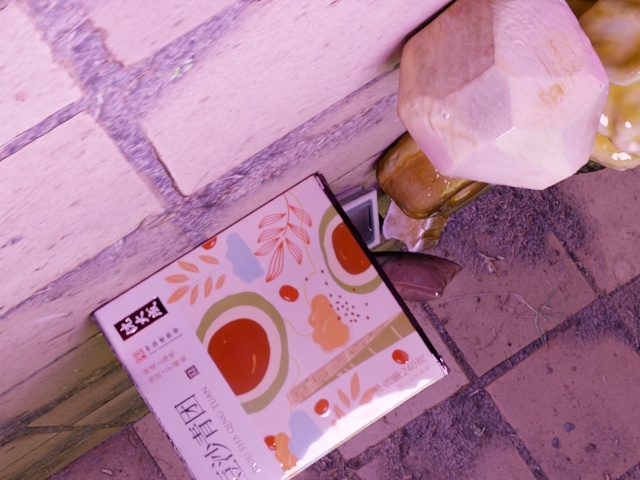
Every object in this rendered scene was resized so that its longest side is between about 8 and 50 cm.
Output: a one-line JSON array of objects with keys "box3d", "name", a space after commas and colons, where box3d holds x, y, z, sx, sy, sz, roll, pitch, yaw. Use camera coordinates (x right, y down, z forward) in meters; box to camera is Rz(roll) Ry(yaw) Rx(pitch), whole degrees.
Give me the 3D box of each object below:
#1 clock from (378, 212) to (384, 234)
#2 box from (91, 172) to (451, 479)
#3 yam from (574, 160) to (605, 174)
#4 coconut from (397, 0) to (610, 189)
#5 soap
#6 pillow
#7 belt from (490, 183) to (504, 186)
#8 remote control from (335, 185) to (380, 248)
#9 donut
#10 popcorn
[{"box3d": [-0.050, 0.048, 2.245, 0.386, 0.076, 0.386, -33, 174, -4], "name": "clock"}, {"box3d": [-0.070, 0.153, 1.724, 0.385, 0.344, 0.122, -32, 174, -8], "name": "box"}, {"box3d": [0.596, -0.269, 2.521, 0.195, 0.195, 0.300, -26, 169, -47], "name": "yam"}, {"box3d": [0.197, -0.155, 1.300, 0.237, 0.237, 0.197, -29, 174, -32], "name": "coconut"}, {"box3d": [0.198, -0.070, 2.273, 0.274, 0.089, 0.173, 0, 112, -78], "name": "soap"}, {"box3d": [0.133, 0.063, 2.217, 0.236, 0.084, 0.223, 7, -170, 18], "name": "pillow"}, {"box3d": [0.356, -0.192, 2.159, 0.230, 0.139, 0.126, -34, 175, 20], "name": "belt"}, {"box3d": [0.000, 0.000, 1.981, 0.055, 0.103, 0.277, 12, -153, 39], "name": "remote control"}, {"box3d": [0.199, -0.124, 1.959, 0.208, 0.128, 0.261, -34, 172, 8], "name": "donut"}, {"box3d": [0.417, -0.237, 1.462, 0.293, 0.292, 0.334, 40, 74, -50], "name": "popcorn"}]
